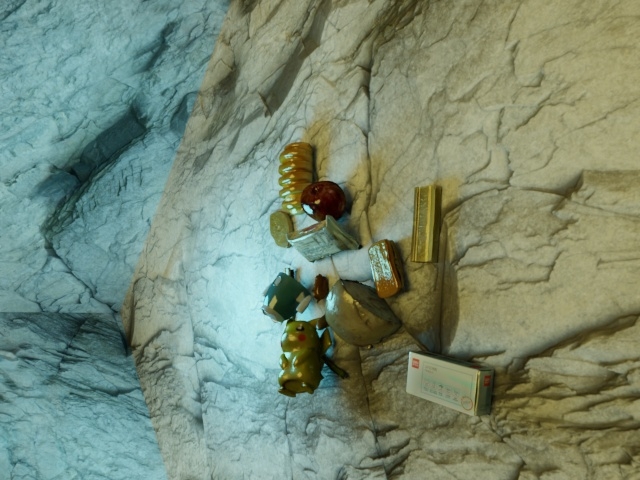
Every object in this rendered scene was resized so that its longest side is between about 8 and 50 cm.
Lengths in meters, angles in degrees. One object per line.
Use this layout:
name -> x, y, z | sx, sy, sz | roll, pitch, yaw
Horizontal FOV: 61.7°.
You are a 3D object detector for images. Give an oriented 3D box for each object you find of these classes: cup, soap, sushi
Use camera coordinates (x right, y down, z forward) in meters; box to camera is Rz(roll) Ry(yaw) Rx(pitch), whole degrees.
cup -> -0.153, 0.244, 2.172 | 0.173, 0.167, 0.299 | -51, 32, -17
soap -> 0.342, -0.053, 1.741 | 0.092, 0.037, 0.252 | 0, 84, 51
sushi -> -0.003, 0.192, 2.138 | 0.060, 0.061, 0.118 | -19, 49, 58

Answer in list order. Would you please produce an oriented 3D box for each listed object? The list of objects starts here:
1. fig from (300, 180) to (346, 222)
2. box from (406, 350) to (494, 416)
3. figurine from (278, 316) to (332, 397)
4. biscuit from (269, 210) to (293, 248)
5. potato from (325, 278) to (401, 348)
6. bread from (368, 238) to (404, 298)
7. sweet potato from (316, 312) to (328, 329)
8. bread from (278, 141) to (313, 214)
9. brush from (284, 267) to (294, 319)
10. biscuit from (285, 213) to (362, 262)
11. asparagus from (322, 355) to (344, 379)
fig -> 0.027, -0.130, 2.089 | 0.175, 0.207, 0.175 | -20, 38, 16
box -> 0.379, 0.420, 1.588 | 0.269, 0.079, 0.135 | 3, 88, 52
figurine -> -0.063, 0.427, 2.049 | 0.218, 0.169, 0.327 | -16, 63, 29
biscuit -> -0.174, -0.053, 2.411 | 0.142, 0.029, 0.221 | -61, 42, 28
potato -> 0.110, 0.291, 1.864 | 0.264, 0.189, 0.211 | -56, 46, 31
bread -> 0.229, 0.096, 1.832 | 0.116, 0.077, 0.200 | -31, 63, 44
sweet potato -> 0.029, 0.289, 2.019 | 0.054, 0.182, 0.053 | 45, 115, -1
bread -> -0.109, -0.264, 2.284 | 0.173, 0.121, 0.311 | -12, 77, 50
brush -> -0.126, 0.240, 2.306 | 0.043, 0.036, 0.248 | -7, 86, 56
biscuit -> 0.003, 0.003, 2.073 | 0.309, 0.186, 0.079 | -23, 30, 48
asparagus -> 0.034, 0.473, 2.065 | 0.236, 0.027, 0.034 | 32, 126, 52
